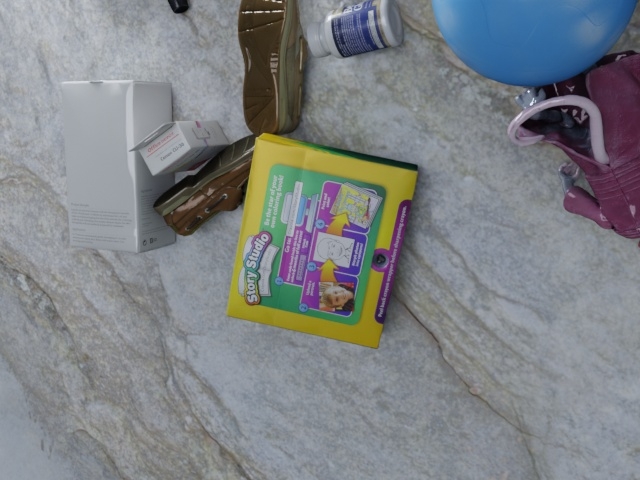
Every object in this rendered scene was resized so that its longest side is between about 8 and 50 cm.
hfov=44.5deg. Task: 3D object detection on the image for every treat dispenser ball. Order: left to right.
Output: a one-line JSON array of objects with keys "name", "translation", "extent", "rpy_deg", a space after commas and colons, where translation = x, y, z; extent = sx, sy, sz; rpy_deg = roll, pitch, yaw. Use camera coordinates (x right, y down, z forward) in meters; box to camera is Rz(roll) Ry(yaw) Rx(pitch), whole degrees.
[{"name": "treat dispenser ball", "translation": [0.304, -0.366, 1.117], "extent": [0.288, 0.288, 0.288], "rpy_deg": [4, 100, 24]}]

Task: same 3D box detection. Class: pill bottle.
[{"name": "pill bottle", "translation": [0.064, -0.401, 1.493], "extent": [0.169, 0.094, 0.094], "rpy_deg": [-7, 96, 25]}]

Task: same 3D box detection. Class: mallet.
[{"name": "mallet", "translation": [-0.251, -0.557, 1.646], "extent": [0.189, 0.039, 0.062], "rpy_deg": [-34, 82, 20]}]

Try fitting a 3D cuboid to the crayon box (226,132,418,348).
[{"name": "crayon box", "translation": [0.000, 0.000, 1.537], "extent": [0.312, 0.106, 0.363], "rpy_deg": [12, 104, 3]}]

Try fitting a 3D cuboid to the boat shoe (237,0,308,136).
[{"name": "boat shoe", "translation": [-0.088, -0.381, 1.559], "extent": [0.121, 0.110, 0.341], "rpy_deg": [15, 108, 33]}]

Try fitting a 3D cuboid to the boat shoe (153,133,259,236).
[{"name": "boat shoe", "translation": [-0.207, -0.119, 1.669], "extent": [0.307, 0.111, 0.104], "rpy_deg": [-30, 114, 19]}]

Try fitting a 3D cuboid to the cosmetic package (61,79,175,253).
[{"name": "cosmetic package", "translation": [-0.442, -0.167, 1.728], "extent": [0.196, 0.155, 0.366], "rpy_deg": [6, 101, 23]}]

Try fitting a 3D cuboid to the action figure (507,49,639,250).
[{"name": "action figure", "translation": [0.486, -0.121, 1.245], "extent": [0.248, 0.276, 0.370], "rpy_deg": [-25, 103, 29]}]

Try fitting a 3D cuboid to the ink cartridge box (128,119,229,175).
[{"name": "ink cartridge box", "translation": [-0.293, -0.193, 1.632], "extent": [0.115, 0.198, 0.067], "rpy_deg": [-32, 85, 26]}]

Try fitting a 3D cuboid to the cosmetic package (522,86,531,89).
[{"name": "cosmetic package", "translation": [0.428, -0.455, 1.289], "extent": [0.385, 0.156, 0.217], "rpy_deg": [-39, 82, 23]}]
